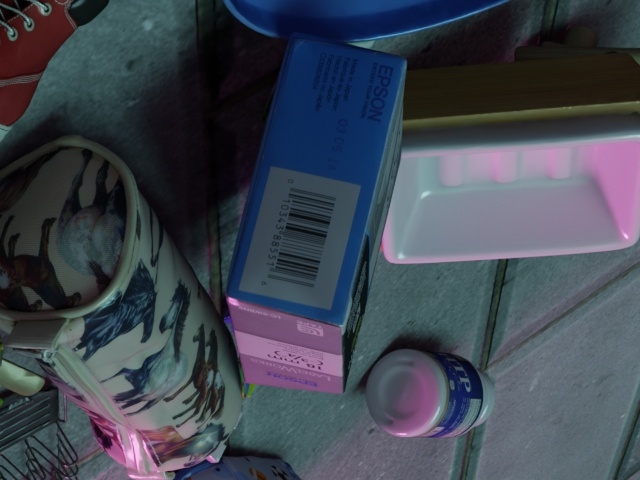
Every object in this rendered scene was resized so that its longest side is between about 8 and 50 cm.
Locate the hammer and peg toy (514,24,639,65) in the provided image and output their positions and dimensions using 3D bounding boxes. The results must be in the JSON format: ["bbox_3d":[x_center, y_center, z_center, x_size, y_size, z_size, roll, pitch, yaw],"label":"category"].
[{"bbox_3d":[0.346,-0.138,1.858,0.361,0.266,0.127,87,22,-56],"label":"hammer and peg toy"}]

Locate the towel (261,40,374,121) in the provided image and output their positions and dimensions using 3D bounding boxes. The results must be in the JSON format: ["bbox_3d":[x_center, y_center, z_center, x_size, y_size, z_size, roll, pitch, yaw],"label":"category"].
[{"bbox_3d":[0.013,-0.173,1.578,0.113,0.023,0.152,-17,143,-40],"label":"towel"}]

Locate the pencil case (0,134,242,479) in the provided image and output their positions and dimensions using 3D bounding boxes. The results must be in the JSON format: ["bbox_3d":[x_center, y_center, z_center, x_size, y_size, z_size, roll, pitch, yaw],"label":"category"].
[{"bbox_3d":[-0.184,0.080,1.509,0.410,0.160,0.183,67,39,-62],"label":"pencil case"}]

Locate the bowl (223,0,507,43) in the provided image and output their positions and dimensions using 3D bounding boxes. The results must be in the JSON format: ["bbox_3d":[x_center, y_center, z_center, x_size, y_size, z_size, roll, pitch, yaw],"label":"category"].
[{"bbox_3d":[0.095,-0.283,1.324,0.391,0.077,0.391,-18,162,-6],"label":"bowl"}]

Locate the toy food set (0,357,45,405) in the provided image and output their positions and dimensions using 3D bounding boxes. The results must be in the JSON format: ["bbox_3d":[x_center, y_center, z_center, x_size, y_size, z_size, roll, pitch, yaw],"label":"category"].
[{"bbox_3d":[-0.352,0.168,1.542,0.192,0.038,0.132,-50,132,5],"label":"toy food set"}]

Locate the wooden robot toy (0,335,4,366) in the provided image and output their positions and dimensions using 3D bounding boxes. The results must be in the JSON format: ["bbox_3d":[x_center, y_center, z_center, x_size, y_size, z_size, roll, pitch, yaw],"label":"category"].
[{"bbox_3d":[-0.323,0.052,1.421,0.079,0.076,0.173,-7,152,7],"label":"wooden robot toy"}]

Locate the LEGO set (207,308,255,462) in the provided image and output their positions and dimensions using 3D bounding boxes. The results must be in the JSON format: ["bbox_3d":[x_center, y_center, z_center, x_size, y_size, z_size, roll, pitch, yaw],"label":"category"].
[{"bbox_3d":[-0.105,0.106,1.748,0.227,0.093,0.087,-63,-163,-19],"label":"LEGO set"}]

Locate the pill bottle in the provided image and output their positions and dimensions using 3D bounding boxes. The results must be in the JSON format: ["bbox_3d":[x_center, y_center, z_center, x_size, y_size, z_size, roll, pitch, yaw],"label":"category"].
[{"bbox_3d":[0.148,0.199,2.205,0.112,0.112,0.187,-51,153,15],"label":"pill bottle"}]

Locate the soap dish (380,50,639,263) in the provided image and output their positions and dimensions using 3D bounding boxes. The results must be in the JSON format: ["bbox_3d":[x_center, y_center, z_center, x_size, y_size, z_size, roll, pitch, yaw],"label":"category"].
[{"bbox_3d":[0.191,-0.082,1.726,0.291,0.118,0.229,-5,147,1],"label":"soap dish"}]

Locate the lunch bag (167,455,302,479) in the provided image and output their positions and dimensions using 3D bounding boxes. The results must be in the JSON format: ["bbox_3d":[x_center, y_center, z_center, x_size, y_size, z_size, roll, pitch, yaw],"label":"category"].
[{"bbox_3d":[-0.140,0.372,2.061,0.243,0.115,0.303,-48,154,13],"label":"lunch bag"}]

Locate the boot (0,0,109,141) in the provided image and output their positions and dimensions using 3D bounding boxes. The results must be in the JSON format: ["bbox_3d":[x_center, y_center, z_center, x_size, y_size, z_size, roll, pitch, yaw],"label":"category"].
[{"bbox_3d":[-0.233,-0.155,1.171,0.176,0.088,0.244,-48,171,8],"label":"boot"}]

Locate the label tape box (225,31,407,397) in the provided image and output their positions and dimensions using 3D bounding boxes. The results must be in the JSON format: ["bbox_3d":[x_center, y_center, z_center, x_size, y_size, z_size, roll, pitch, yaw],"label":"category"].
[{"bbox_3d":[0.000,0.000,1.518,0.333,0.106,0.240,87,16,-71],"label":"label tape box"}]

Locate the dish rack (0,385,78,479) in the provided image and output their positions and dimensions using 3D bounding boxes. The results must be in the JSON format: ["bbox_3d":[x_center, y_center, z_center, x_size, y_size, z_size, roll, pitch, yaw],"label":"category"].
[{"bbox_3d":[-0.321,0.265,1.696,0.208,0.074,0.271,-30,150,-27],"label":"dish rack"}]
